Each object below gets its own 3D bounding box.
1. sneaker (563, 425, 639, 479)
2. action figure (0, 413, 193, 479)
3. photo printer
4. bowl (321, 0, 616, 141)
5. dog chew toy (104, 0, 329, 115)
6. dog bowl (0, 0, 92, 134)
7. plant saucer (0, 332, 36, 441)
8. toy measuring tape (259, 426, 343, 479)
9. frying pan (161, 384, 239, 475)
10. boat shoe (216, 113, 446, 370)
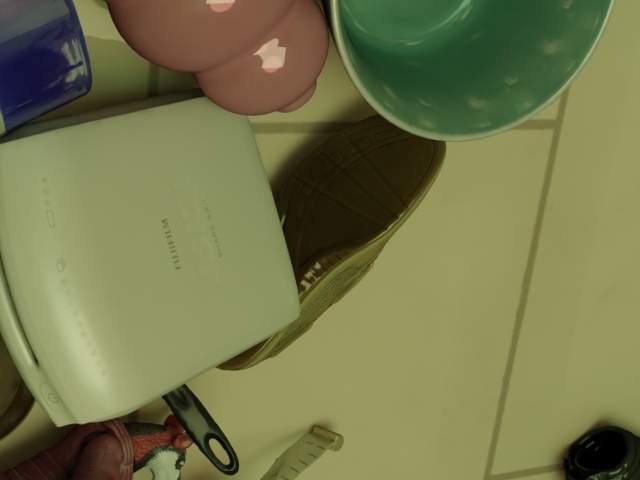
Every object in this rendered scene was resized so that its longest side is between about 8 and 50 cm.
[{"bbox_3d":[0.360,0.379,1.539,0.147,0.104,0.296,41,85,-32],"label":"sneaker"},{"bbox_3d":[-0.293,0.269,1.149,0.370,0.248,0.276,-34,82,-23],"label":"action figure"},{"bbox_3d":[-0.160,0.007,0.978,0.307,0.107,0.256,-23,99,-54],"label":"photo printer"},{"bbox_3d":[0.118,-0.268,1.077,0.311,0.163,0.312,-11,117,-23],"label":"bowl"},{"bbox_3d":[-0.111,-0.241,0.944,0.206,0.206,0.332,-42,122,-3],"label":"dog chew toy"},{"bbox_3d":[-0.277,-0.212,0.844,0.104,0.265,0.265,-26,122,-15],"label":"dog bowl"},{"bbox_3d":[-0.350,0.120,1.067,0.168,0.029,0.169,6,79,-35],"label":"plant saucer"},{"bbox_3d":[-0.079,0.337,1.240,0.330,0.121,0.121,-36,130,-45],"label":"toy measuring tape"},{"bbox_3d":[-0.173,0.076,1.117,0.326,0.053,0.197,34,84,-21],"label":"frying pan"},{"bbox_3d":[0.000,0.000,1.185,0.341,0.122,0.110,-44,163,3],"label":"boat shoe"}]
